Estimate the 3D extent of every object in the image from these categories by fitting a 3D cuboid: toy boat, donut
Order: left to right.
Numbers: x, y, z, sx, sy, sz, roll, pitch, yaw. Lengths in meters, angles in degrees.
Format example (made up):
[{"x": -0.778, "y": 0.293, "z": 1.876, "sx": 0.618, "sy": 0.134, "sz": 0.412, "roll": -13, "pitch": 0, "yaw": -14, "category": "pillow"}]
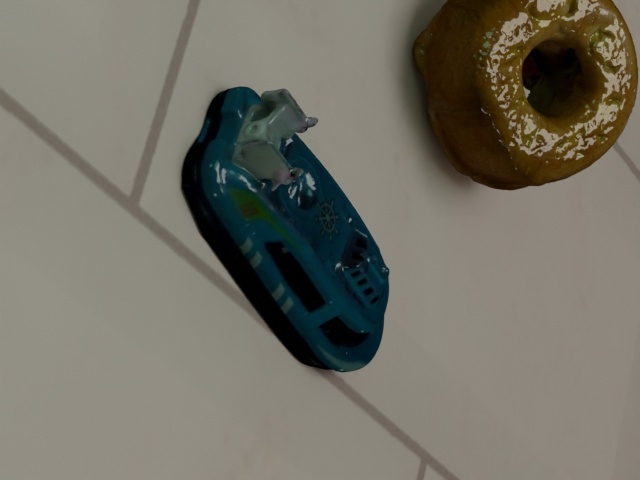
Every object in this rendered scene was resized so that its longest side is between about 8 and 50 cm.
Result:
[{"x": 0.000, "y": 0.000, "z": 1.666, "sx": 0.299, "sy": 0.092, "sz": 0.134, "roll": 53, "pitch": 43, "yaw": -40, "category": "toy boat"}, {"x": 0.202, "y": -0.159, "z": 1.908, "sx": 0.226, "sy": 0.114, "sz": 0.227, "roll": -5, "pitch": 100, "yaw": -29, "category": "donut"}]

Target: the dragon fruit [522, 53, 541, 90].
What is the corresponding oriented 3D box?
[{"x": 0.224, "y": -0.206, "z": 2.035, "sx": 0.086, "sy": 0.081, "sz": 0.116, "roll": 58, "pitch": 14, "yaw": -30, "category": "dragon fruit"}]
